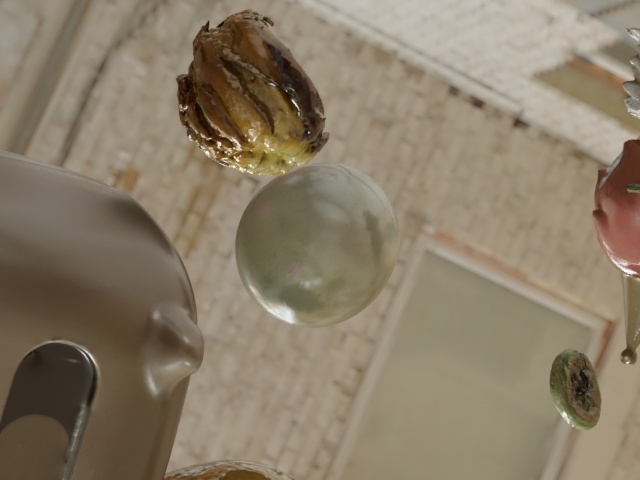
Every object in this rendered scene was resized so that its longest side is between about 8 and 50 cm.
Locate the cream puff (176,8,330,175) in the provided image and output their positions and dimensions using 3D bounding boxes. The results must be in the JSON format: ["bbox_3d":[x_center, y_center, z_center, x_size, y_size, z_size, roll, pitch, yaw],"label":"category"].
[{"bbox_3d":[-0.055,-0.105,1.354,0.104,0.133,0.119,-33,-130,-10],"label":"cream puff"}]

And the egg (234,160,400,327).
[{"bbox_3d":[0.000,0.000,1.706,0.151,0.151,0.209,-58,178,23],"label":"egg"}]

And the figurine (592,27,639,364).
[{"bbox_3d":[0.354,-0.067,1.738,0.207,0.166,0.387,-175,-85,-69],"label":"figurine"}]

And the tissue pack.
[{"bbox_3d":[-0.244,0.133,1.156,0.277,0.267,0.387,23,-85,51],"label":"tissue pack"}]

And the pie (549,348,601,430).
[{"bbox_3d":[0.257,0.148,1.797,0.021,0.084,0.084,-21,-138,39],"label":"pie"}]

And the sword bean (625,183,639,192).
[{"bbox_3d":[0.316,-0.049,1.630,0.012,0.083,0.012,176,-90,-85],"label":"sword bean"}]

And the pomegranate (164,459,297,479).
[{"bbox_3d":[-0.086,0.331,1.586,0.319,0.319,0.319,-56,-162,29],"label":"pomegranate"}]
